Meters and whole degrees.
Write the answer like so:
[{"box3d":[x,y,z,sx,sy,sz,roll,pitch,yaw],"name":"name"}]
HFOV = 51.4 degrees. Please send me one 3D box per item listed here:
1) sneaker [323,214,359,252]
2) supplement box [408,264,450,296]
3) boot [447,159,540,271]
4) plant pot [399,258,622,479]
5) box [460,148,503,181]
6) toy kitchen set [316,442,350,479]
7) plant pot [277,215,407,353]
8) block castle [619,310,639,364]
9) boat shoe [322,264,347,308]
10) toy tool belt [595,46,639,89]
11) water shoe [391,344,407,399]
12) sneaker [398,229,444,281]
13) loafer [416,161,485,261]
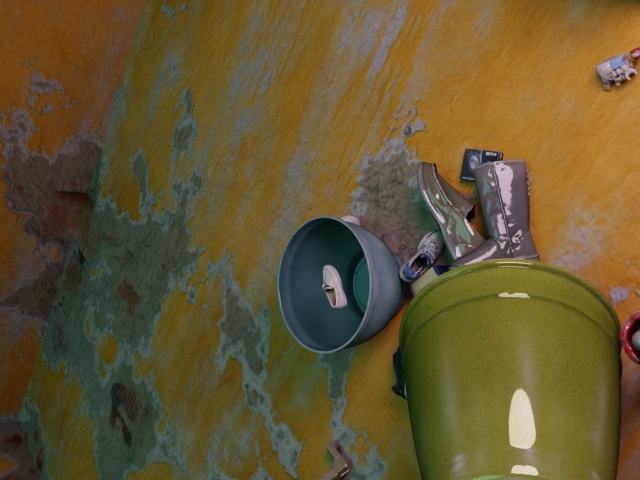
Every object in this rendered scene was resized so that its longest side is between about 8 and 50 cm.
[{"box3d":[0.000,0.000,1.646,0.240,0.091,0.126,-53,51,31],"name":"sneaker"},{"box3d":[0.246,0.108,1.398,0.083,0.056,0.083,-44,57,36],"name":"supplement box"},{"box3d":[0.320,-0.043,1.275,0.076,0.189,0.209,88,172,-85],"name":"boot"},{"box3d":[0.285,0.280,1.000,0.366,0.366,0.353,-45,17,35],"name":"plant pot"},{"box3d":[0.329,-0.151,1.358,0.083,0.018,0.067,17,99,47],"name":"box"},{"box3d":[0.019,0.553,1.603,0.075,0.083,0.068,46,160,39],"name":"toy kitchen set"},{"box3d":[0.070,0.098,1.485,0.293,0.196,0.293,-5,84,47],"name":"plant pot"},{"box3d":[0.588,0.321,0.901,0.302,0.212,0.454,-6,82,46],"name":"block castle"},{"box3d":[0.021,0.095,1.368,0.035,0.035,0.100,-37,61,39],"name":"boat shoe"},{"box3d":[0.522,-0.295,1.149,0.083,0.052,0.051,-15,107,48],"name":"toy tool belt"},{"box3d":[0.186,0.243,1.440,0.080,0.072,0.203,2,88,49],"name":"water shoe"},{"box3d":[0.223,0.033,1.396,0.135,0.052,0.058,-52,4,-10],"name":"sneaker"},{"box3d":[0.277,-0.059,1.370,0.087,0.094,0.251,-28,75,16],"name":"loafer"}]
